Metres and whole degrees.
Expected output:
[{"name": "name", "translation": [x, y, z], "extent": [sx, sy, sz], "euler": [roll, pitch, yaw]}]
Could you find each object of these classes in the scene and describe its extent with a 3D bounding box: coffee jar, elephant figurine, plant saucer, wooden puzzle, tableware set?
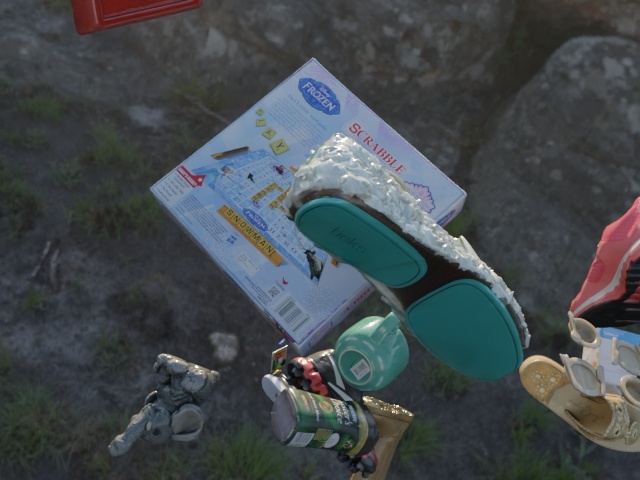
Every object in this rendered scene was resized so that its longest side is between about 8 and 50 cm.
[{"name": "coffee jar", "translation": [0.011, 0.318, 1.300], "extent": [0.184, 0.079, 0.096], "euler": [19, 24, -31]}, {"name": "elephant figurine", "translation": [-0.351, 0.392, 1.709], "extent": [0.186, 0.169, 0.239], "euler": [23, 80, -10]}, {"name": "plant saucer", "translation": [-0.318, -0.500, 1.307], "extent": [0.258, 0.259, 0.048], "euler": [-23, 46, -28]}, {"name": "wooden puzzle", "translation": [-0.118, 0.344, 2.147], "extent": [0.014, 0.116, 0.078], "euler": [21, 34, 30]}, {"name": "tableware set", "translation": [0.425, 0.183, 1.097], "extent": [0.169, 0.020, 0.141], "euler": [21, 41, -8]}]

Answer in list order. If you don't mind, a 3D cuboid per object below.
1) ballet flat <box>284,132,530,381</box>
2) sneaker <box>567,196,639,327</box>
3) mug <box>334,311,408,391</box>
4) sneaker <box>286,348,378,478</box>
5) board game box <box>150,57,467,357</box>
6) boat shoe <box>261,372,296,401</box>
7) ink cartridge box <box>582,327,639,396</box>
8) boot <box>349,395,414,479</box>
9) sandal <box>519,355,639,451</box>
[{"name": "ballet flat", "translation": [0.126, 0.017, 0.904], "extent": [0.409, 0.147, 0.147], "euler": [42, 27, -31]}, {"name": "sneaker", "translation": [0.520, 0.045, 1.279], "extent": [0.116, 0.314, 0.136], "euler": [5, 55, -8]}, {"name": "mug", "translation": [0.090, 0.209, 1.419], "extent": [0.129, 0.157, 0.097], "euler": [7, 20, 33]}, {"name": "sneaker", "translation": [0.051, 0.338, 1.511], "extent": [0.135, 0.097, 0.276], "euler": [-27, 76, -27]}, {"name": "board game box", "translation": [-0.018, -0.057, 1.062], "extent": [0.318, 0.066, 0.318], "euler": [-41, 72, -12]}, {"name": "boat shoe", "translation": [-0.070, 0.445, 2.049], "extent": [0.076, 0.080, 0.228], "euler": [-12, 37, -40]}, {"name": "ink cartridge box", "translation": [0.635, 0.275, 1.643], "extent": [0.090, 0.092, 0.143], "euler": [16, 68, 0]}, {"name": "boot", "translation": [0.136, 0.572, 2.014], "extent": [0.236, 0.269, 0.089], "euler": [28, -3, -43]}, {"name": "sandal", "translation": [0.403, 0.261, 1.103], "extent": [0.240, 0.088, 0.079], "euler": [31, 18, 0]}]
